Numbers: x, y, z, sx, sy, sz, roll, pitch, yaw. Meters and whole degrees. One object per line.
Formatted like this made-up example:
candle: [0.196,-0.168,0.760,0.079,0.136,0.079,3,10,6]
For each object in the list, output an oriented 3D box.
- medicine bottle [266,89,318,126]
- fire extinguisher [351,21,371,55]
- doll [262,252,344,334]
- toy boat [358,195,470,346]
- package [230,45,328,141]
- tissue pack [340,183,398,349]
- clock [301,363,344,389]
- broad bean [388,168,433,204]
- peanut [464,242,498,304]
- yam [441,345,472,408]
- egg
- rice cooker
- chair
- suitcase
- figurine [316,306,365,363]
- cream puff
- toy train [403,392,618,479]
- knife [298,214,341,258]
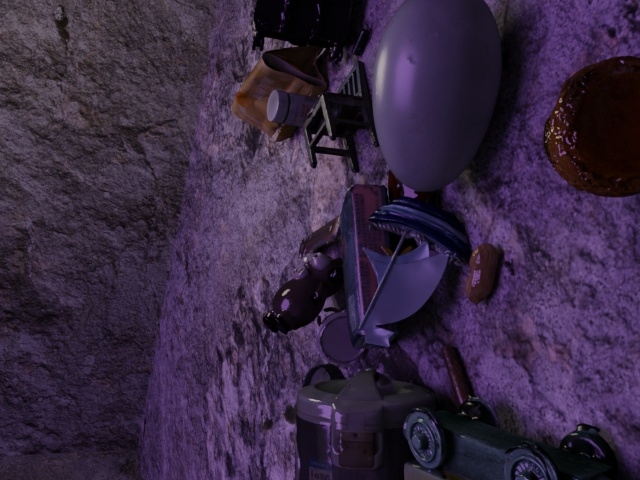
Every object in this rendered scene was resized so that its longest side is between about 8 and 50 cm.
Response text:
medicine bottle: [-0.046,-0.350,1.827,0.086,0.183,0.086,-19,69,62]
fire extinguisher: [0.109,-0.513,1.723,0.038,0.025,0.083,38,127,17]
doll: [-0.034,0.127,1.687,0.257,0.117,0.182,-50,24,-23]
toy boat: [0.154,0.064,1.288,0.220,0.067,0.291,22,79,22]
package: [-0.111,-0.427,2.011,0.311,0.221,0.165,-36,74,59]
tissue pack: [0.102,0.064,1.448,0.228,0.103,0.316,98,169,-73]
clock: [0.007,0.424,1.722,0.215,0.041,0.215,-174,90,-65]
broad bean: [0.189,-0.101,1.397,0.114,0.084,0.165,146,121,-68]
peanut: [0.286,0.059,1.200,0.054,0.053,0.113,-147,64,-62]
yam: [0.256,0.261,1.242,0.032,0.032,0.146,122,145,-43]
egg: [0.206,-0.273,1.225,0.230,0.229,0.371,-147,61,-62]
rice cooker: [0.084,0.389,1.278,0.288,0.288,0.277,177,92,-65]
chair: [0.039,-0.320,1.690,0.136,0.147,0.271,131,136,-52]
suitcase: [-0.029,-0.700,1.766,0.194,0.282,0.435,-122,40,-79]
figurine: [0.038,0.212,1.631,0.154,0.132,0.133,-132,52,-74]
cream puff: [0.388,-0.150,0.933,0.169,0.183,0.184,-78,-6,-88]
toy train: [0.274,0.386,1.010,0.397,0.160,0.254,2,94,56]
knife: [0.006,0.001,1.752,0.365,0.043,0.089,146,131,-72]
